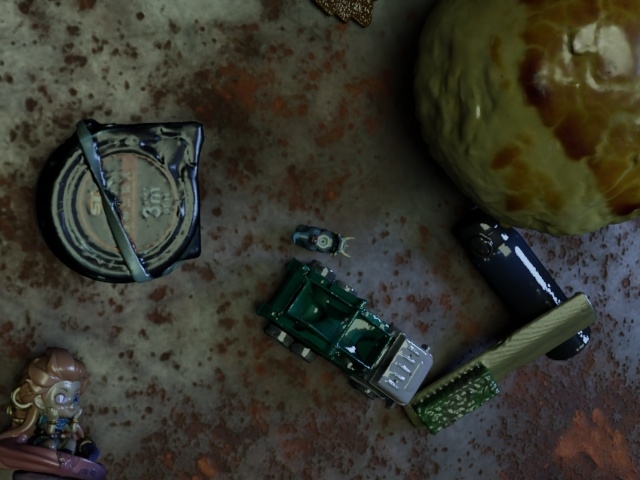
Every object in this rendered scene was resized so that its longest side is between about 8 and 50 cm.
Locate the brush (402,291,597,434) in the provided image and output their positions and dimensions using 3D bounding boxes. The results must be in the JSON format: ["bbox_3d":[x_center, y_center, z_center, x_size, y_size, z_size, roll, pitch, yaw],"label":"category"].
[{"bbox_3d":[0.239,0.163,1.159,0.282,0.048,0.054,-33,112,2],"label":"brush"}]

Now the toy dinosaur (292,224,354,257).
[{"bbox_3d":[0.000,0.000,1.089,0.083,0.047,0.030,12,91,-24],"label":"toy dinosaur"}]

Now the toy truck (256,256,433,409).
[{"bbox_3d":[0.038,0.118,1.077,0.216,0.116,0.110,38,80,-21],"label":"toy truck"}]

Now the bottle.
[{"bbox_3d":[0.272,0.057,1.190,0.244,0.072,0.082,50,35,-17],"label":"bottle"}]

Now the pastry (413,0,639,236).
[{"bbox_3d":[0.308,-0.195,1.053,0.389,0.313,0.388,-1,92,-23],"label":"pastry"}]

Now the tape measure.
[{"bbox_3d":[-0.219,-0.044,0.965,0.181,0.107,0.182,1,94,-25],"label":"tape measure"}]

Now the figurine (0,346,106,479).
[{"bbox_3d":[-0.301,0.199,0.961,0.126,0.114,0.157,10,59,-56],"label":"figurine"}]

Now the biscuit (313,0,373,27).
[{"bbox_3d":[0.030,-0.302,1.093,0.092,0.016,0.082,-13,104,-20],"label":"biscuit"}]
